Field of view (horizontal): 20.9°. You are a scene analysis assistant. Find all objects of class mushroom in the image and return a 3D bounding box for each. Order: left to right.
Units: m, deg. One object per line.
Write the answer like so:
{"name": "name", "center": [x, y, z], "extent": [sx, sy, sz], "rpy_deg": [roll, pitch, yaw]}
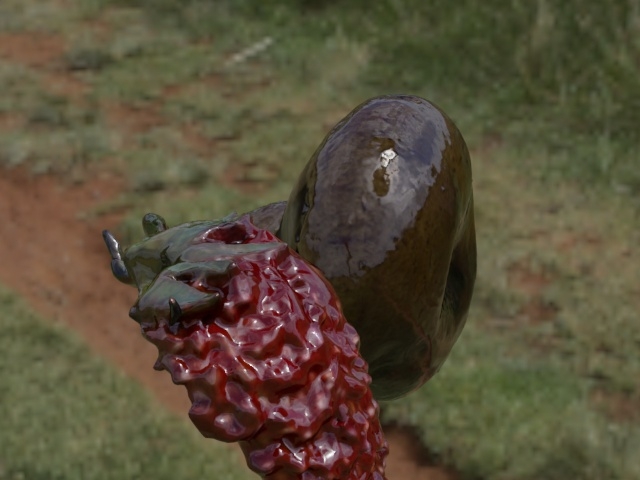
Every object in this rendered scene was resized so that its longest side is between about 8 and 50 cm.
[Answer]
{"name": "mushroom", "center": [0.030, -0.003, 1.435], "extent": [0.254, 0.267, 0.267], "rpy_deg": [25, 24, -7]}

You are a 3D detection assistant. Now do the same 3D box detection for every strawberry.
{"name": "strawberry", "center": [-0.012, 0.071, 0.832], "extent": [0.087, 0.208, 0.167], "rpy_deg": [-34, 25, 3]}
